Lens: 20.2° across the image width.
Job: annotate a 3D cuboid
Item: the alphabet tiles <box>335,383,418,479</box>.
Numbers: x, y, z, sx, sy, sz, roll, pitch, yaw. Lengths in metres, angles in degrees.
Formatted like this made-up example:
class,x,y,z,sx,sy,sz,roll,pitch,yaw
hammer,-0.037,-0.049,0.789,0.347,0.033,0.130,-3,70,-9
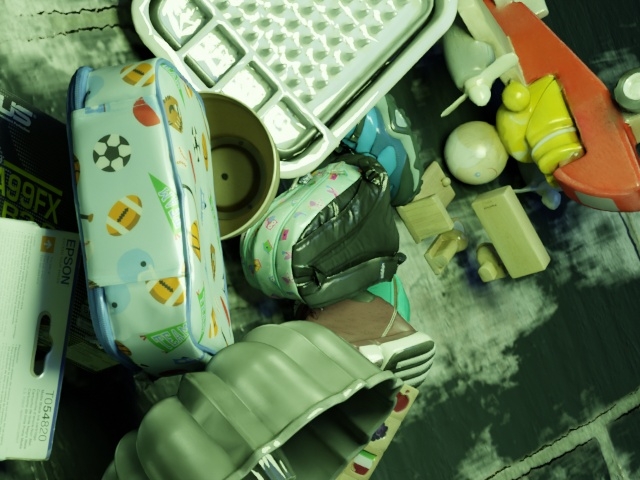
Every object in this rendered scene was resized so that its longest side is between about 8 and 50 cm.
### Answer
class,x,y,z,sx,sy,sz,roll,pitch,yaw
alphabet tiles,-0.020,0.207,1.921,0.237,0.009,0.198,30,91,-39

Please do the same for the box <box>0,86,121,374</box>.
class,x,y,z,sx,sy,sz,roll,pitch,yaw
box,-0.286,-0.018,1.752,0.270,0.060,0.216,32,52,-39

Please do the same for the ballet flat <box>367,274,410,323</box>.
class,x,y,z,sx,sy,sz,roll,pitch,yaw
ballet flat,0.070,0.152,2.105,0.087,0.083,0.247,55,36,-52

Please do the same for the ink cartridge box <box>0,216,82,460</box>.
class,x,y,z,sx,sy,sz,roll,pitch,yaw
ink cartridge box,-0.325,0.084,1.604,0.224,0.045,0.223,11,87,-46

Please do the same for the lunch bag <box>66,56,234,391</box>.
class,x,y,z,sx,sy,sz,roll,pitch,yaw
lunch bag,-0.157,-0.009,1.718,0.243,0.115,0.303,57,27,-75

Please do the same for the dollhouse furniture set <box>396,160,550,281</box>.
class,x,y,z,sx,sy,sz,roll,pitch,yaw
dollhouse furniture set,0.214,-0.033,2.310,0.144,0.151,0.123,59,38,-16

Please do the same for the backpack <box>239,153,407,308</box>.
class,x,y,z,sx,sy,sz,roll,pitch,yaw
backpack,0.000,0.000,1.996,0.182,0.115,0.152,-38,121,-39

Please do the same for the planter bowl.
class,x,y,z,sx,sy,sz,roll,pitch,yaw
planter bowl,-0.113,-0.073,1.935,0.109,0.162,0.162,22,53,-76

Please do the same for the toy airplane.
class,x,y,z,sx,sy,sz,roll,pitch,yaw
toy airplane,0.262,-0.197,2.399,0.386,0.272,0.384,47,3,-14

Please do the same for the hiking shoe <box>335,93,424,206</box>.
class,x,y,z,sx,sy,sz,roll,pitch,yaw
hiking shoe,0.012,-0.157,2.180,0.132,0.113,0.304,-38,108,-25

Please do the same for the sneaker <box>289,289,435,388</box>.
class,x,y,z,sx,sy,sz,roll,pitch,yaw
sneaker,-0.024,0.120,2.005,0.281,0.106,0.162,-10,44,-32

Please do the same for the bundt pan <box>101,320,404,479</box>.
class,x,y,z,sx,sy,sz,roll,pitch,yaw
bundt pan,-0.082,0.199,1.715,0.124,0.331,0.331,48,34,15

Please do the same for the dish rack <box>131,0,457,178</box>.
class,x,y,z,sx,sy,sz,roll,pitch,yaw
dish rack,-0.032,-0.264,2.058,0.285,0.072,0.333,47,74,-11
